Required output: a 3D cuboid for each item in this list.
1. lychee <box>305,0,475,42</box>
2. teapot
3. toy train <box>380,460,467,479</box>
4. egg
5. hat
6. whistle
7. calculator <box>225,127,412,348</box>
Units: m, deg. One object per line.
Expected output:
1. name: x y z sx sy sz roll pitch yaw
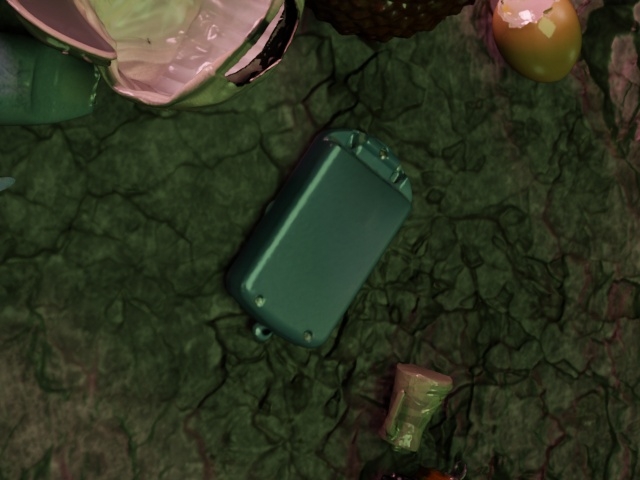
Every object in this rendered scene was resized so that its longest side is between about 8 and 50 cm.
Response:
1. lychee: 0.062 -0.258 1.555 0.188 0.188 0.188 -9 106 -31
2. teapot: 0.083 0.160 1.758 0.067 0.057 0.083 2 110 -60
3. toy train: 0.073 0.302 1.770 0.127 0.089 0.219 23 90 -24
4. egg: 0.201 -0.188 1.732 0.080 0.080 0.096 -42 138 -17
5. hat: -0.142 -0.222 1.472 0.275 0.161 0.232 35 76 -10
6. whistle: -0.290 -0.128 1.437 0.269 0.093 0.180 4 92 -39
7. calculator: 0.000 0.000 1.675 0.121 0.039 0.210 37 82 -32
